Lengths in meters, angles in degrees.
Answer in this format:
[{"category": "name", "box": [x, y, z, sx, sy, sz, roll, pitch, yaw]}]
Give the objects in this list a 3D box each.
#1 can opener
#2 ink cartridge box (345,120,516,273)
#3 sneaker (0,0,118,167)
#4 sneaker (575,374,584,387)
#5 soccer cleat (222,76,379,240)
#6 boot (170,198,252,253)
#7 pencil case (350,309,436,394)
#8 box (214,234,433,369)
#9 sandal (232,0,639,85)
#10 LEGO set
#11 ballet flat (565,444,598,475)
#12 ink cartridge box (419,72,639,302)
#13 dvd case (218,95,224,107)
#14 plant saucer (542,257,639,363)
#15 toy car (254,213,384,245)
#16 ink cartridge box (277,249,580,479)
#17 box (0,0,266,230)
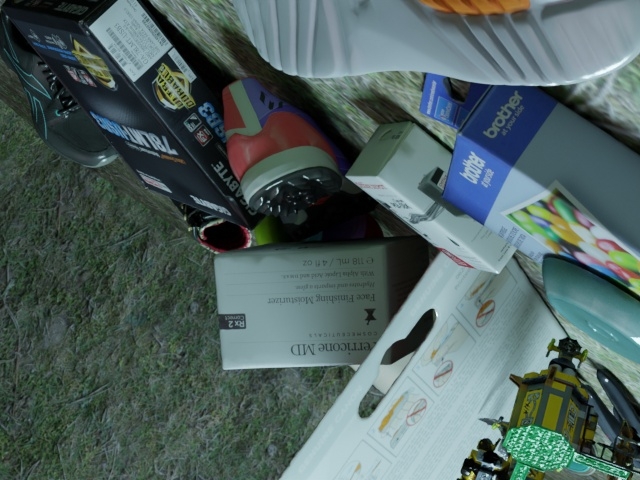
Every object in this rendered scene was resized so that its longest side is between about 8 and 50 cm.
[{"category": "can opener", "box": [0.340, 0.206, 1.515, 0.073, 0.059, 0.186, 30, 171, 45]}, {"category": "ink cartridge box", "box": [0.097, -0.036, 1.114, 0.135, 0.056, 0.099, 37, 174, -13]}, {"category": "sneaker", "box": [-0.367, -0.217, 1.825, 0.267, 0.101, 0.106, 53, 160, 8]}, {"category": "sneaker", "box": [0.291, 0.179, 1.595, 0.086, 0.064, 0.192, 29, 174, -4]}, {"category": "soccer cleat", "box": [-0.019, -0.077, 1.324, 0.116, 0.108, 0.318, 66, -171, 12]}, {"category": "boot", "box": [-0.201, -0.084, 1.906, 0.236, 0.085, 0.178, 34, -163, -40]}, {"category": "pencil case", "box": [0.146, 0.170, 1.810, 0.410, 0.160, 0.183, 36, -177, 4]}, {"category": "box", "box": [0.008, 0.061, 1.367, 0.181, 0.119, 0.182, -4, -177, 18]}, {"category": "sandal", "box": [0.053, -0.132, 0.617, 0.265, 0.076, 0.102, 9, 130, 52]}, {"category": "LEGO set", "box": [0.305, 0.190, 1.227, 0.331, 0.192, 0.255, 13, 138, 12]}, {"category": "ballet flat", "box": [0.364, 0.293, 2.012, 0.068, 0.072, 0.213, 8, -169, -33]}, {"category": "ink cartridge box", "box": [0.183, -0.010, 0.872, 0.311, 0.065, 0.186, 37, 173, 7]}, {"category": "dvd case", "box": [-0.068, -0.131, 1.462, 0.087, 0.013, 0.119, 38, 172, -15]}, {"category": "plant saucer", "box": [0.195, 0.054, 0.900, 0.119, 0.021, 0.119, 35, 174, 4]}, {"category": "toy car", "box": [0.000, 0.000, 1.549, 0.136, 0.159, 0.182, -12, 153, 28]}, {"category": "ink cartridge box", "box": [0.102, 0.158, 1.334, 0.091, 0.308, 0.385, 30, 170, 36]}, {"category": "box", "box": [-0.201, -0.158, 1.477, 0.293, 0.073, 0.295, 54, 164, -28]}]
